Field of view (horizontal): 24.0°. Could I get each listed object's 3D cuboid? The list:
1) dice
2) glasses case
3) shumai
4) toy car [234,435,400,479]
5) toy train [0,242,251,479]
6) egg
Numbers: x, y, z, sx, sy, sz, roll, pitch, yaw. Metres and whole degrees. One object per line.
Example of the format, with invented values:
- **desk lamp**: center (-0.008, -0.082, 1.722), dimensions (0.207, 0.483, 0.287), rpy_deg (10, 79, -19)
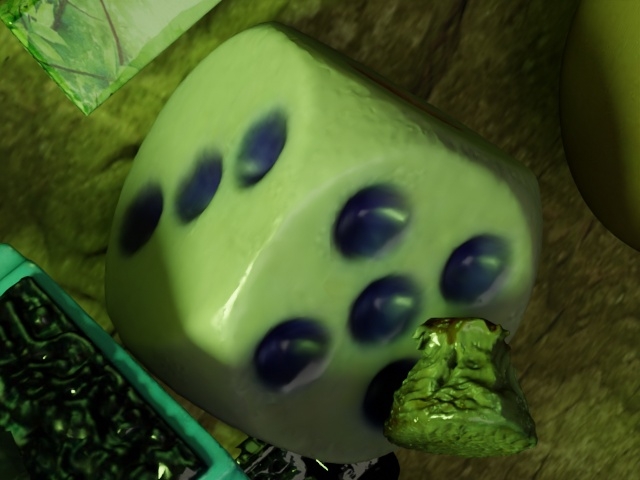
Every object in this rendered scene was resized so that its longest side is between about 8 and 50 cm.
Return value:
- **dice**: center (0.000, 0.000, 1.118), dimensions (0.243, 0.259, 0.251), rpy_deg (26, 100, -33)
- **glasses case**: center (-0.099, -0.215, 1.081), dimensions (0.272, 0.062, 0.095), rpy_deg (-41, 120, -5)
- **shumai**: center (0.094, 0.097, 1.020), dimensions (0.099, 0.124, 0.087), rpy_deg (8, 72, -11)
- **toy car**: center (0.015, 0.296, 1.307), dimensions (0.193, 0.118, 0.301), rpy_deg (-38, 105, -17)
- **toy train**: center (-0.163, 0.163, 1.017), dimensions (0.188, 0.300, 0.265), rpy_deg (-43, 156, -15)
- **egg**: center (0.353, -0.152, 1.206), dimensions (0.301, 0.301, 0.374), rpy_deg (29, 111, -35)
